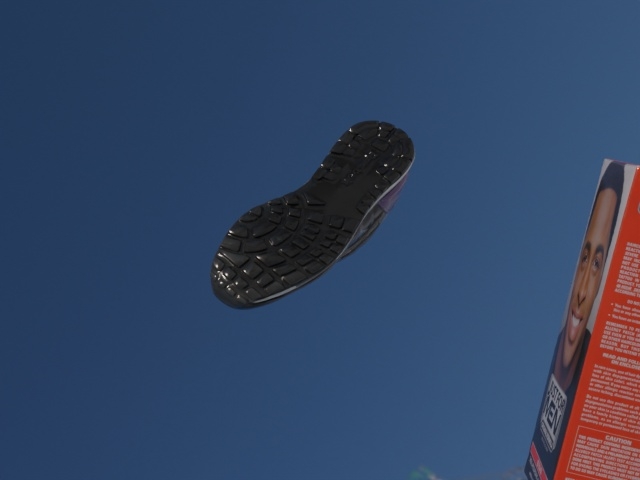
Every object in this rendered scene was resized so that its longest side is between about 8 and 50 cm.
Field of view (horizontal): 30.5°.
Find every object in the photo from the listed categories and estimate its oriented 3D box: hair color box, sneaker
[{"bbox_3d":[0.121,0.041,0.468,0.072,0.043,0.141,-57,-19,-84],"label":"hair color box"},{"bbox_3d":[0.000,0.000,1.268,0.283,0.107,0.124,-40,-25,-28],"label":"sneaker"}]
